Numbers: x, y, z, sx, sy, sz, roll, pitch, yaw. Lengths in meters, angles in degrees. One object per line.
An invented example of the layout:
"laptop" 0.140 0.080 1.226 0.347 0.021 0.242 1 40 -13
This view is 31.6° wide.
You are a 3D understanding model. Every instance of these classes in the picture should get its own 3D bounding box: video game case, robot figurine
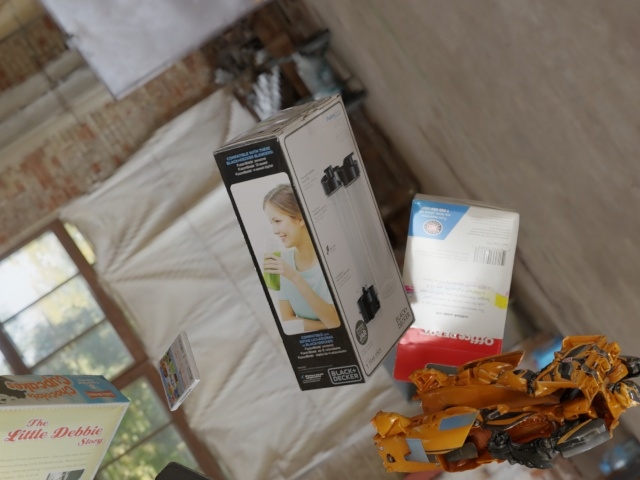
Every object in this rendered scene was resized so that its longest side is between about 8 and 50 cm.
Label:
"video game case" -0.231 0.213 1.835 0.122 0.011 0.087 -50 53 49
"robot figurine" 0.207 0.178 1.233 0.211 0.291 0.085 -40 -72 -52

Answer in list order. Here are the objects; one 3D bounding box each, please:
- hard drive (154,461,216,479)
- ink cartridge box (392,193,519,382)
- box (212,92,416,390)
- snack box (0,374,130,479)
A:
"hard drive" -0.053 0.219 0.803 0.094 0.022 0.135 7 135 53
"ink cartridge box" 0.168 0.065 1.425 0.078 0.134 0.231 -54 -28 -79
"box" 0.000 0.000 1.264 0.169 0.087 0.290 -44 -62 -57
"snack box" -0.345 0.221 1.089 0.060 0.187 0.322 34 -167 32
